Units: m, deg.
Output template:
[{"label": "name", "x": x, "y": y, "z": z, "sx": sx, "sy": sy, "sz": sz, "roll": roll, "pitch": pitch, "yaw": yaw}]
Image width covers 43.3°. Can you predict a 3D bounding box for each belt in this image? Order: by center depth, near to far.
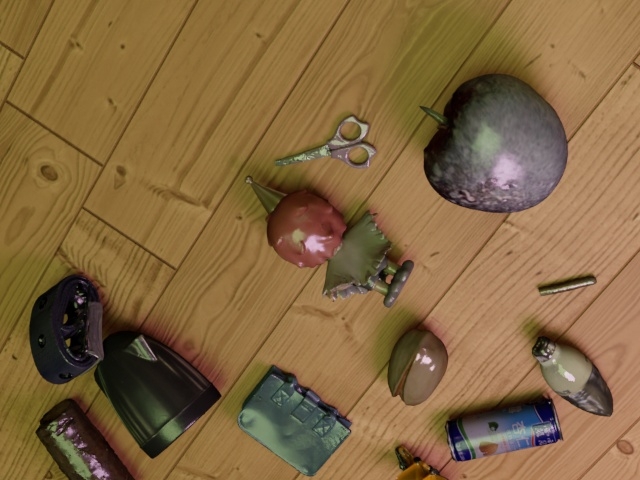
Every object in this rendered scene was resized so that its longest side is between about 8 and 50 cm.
[{"label": "belt", "x": -0.541, "y": 0.187, "z": 1.747, "sx": 0.126, "sy": 0.230, "sz": 0.140, "roll": -35, "pitch": 139, "yaw": 29}]

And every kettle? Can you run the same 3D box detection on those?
[{"label": "kettle", "x": -0.385, "y": 0.317, "z": 1.802, "sx": 0.207, "sy": 0.251, "sz": 0.271, "roll": -42, "pitch": 89, "yaw": -12}]

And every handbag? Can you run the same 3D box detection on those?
[{"label": "handbag", "x": -0.058, "y": 0.406, "z": 1.827, "sx": 0.229, "sy": 0.062, "sz": 0.179, "roll": 36, "pitch": 108, "yaw": -4}]

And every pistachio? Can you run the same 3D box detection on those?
[{"label": "pistachio", "x": 0.202, "y": 0.265, "z": 1.697, "sx": 0.124, "sy": 0.124, "sz": 0.185, "roll": 17, "pitch": 109, "yaw": 3}]

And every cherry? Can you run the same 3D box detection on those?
[{"label": "cherry", "x": 0.313, "y": -0.175, "z": 1.478, "sx": 0.296, "sy": 0.218, "sz": 0.255, "roll": 21, "pitch": 108, "yaw": -13}]

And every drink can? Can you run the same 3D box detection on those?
[{"label": "drink can", "x": 0.393, "y": 0.409, "z": 1.731, "sx": 0.235, "sy": 0.097, "sz": 0.097, "roll": -15, "pitch": 106, "yaw": 15}]

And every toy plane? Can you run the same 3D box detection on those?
[{"label": "toy plane", "x": 0.267, "y": 0.617, "z": 1.821, "sx": 0.103, "sy": 0.204, "sz": 0.316, "roll": -35, "pitch": 121, "yaw": -20}]

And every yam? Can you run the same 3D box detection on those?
[{"label": "yam", "x": 0.503, "y": 0.093, "z": 1.640, "sx": 0.116, "sy": 0.021, "sz": 0.021, "roll": -13, "pitch": 106, "yaw": 14}, {"label": "yam", "x": -0.559, "y": 0.520, "z": 1.918, "sx": 0.131, "sy": 0.131, "sz": 0.279, "roll": -30, "pitch": 101, "yaw": 18}]

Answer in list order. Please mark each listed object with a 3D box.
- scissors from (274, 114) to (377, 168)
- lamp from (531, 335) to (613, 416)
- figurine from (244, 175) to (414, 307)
[{"label": "scissors", "x": 0.005, "y": -0.180, "z": 1.630, "sx": 0.212, "sy": 0.021, "sz": 0.110, "roll": -14, "pitch": 104, "yaw": 13}, {"label": "lamp", "x": 0.527, "y": 0.285, "z": 1.667, "sx": 0.250, "sy": 0.101, "sz": 0.101, "roll": 40, "pitch": 111, "yaw": -18}, {"label": "figurine", "x": 0.000, "y": 0.000, "z": 1.631, "sx": 0.387, "sy": 0.166, "sz": 0.207, "roll": 28, "pitch": 77, "yaw": 1}]
